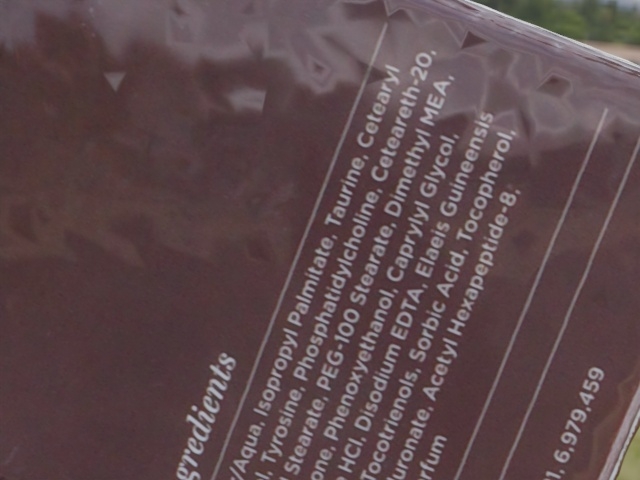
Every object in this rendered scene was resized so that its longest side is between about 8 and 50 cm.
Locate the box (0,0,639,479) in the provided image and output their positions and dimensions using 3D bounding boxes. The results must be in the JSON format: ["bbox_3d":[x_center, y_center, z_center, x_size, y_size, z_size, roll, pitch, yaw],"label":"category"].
[{"bbox_3d":[0.000,0.000,0.471,0.203,0.167,0.168,23,10,6],"label":"box"}]
